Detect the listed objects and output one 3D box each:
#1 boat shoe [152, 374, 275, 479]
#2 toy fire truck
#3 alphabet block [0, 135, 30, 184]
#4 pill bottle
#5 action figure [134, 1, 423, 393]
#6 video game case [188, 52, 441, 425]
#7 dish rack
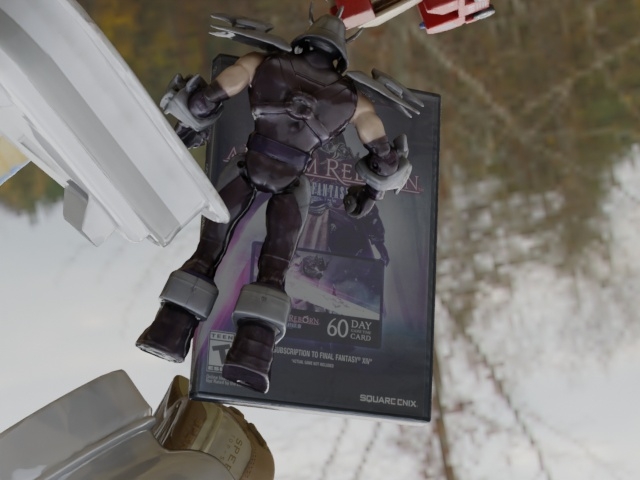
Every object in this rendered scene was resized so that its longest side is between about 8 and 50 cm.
[{"bbox_3d":[-0.116,0.210,1.688,0.110,0.121,0.341,30,175,-8],"label":"boat shoe"},{"bbox_3d":[0.073,-0.201,1.439,0.135,0.047,0.192,-19,174,2],"label":"toy fire truck"},{"bbox_3d":[-0.377,-0.205,1.899,0.193,0.197,0.192,-40,-129,1],"label":"alphabet block"},{"bbox_3d":[-0.123,0.318,1.405,0.229,0.407,0.229,-33,173,-4],"label":"pill bottle"},{"bbox_3d":[-0.039,-0.042,1.257,0.185,0.285,0.099,20,170,6],"label":"action figure"},{"bbox_3d":[0.000,0.000,1.387,0.196,0.274,0.026,9,165,-21],"label":"video game case"},{"bbox_3d":[-0.218,-0.125,1.040,0.333,0.285,0.072,38,-100,30],"label":"dish rack"}]
